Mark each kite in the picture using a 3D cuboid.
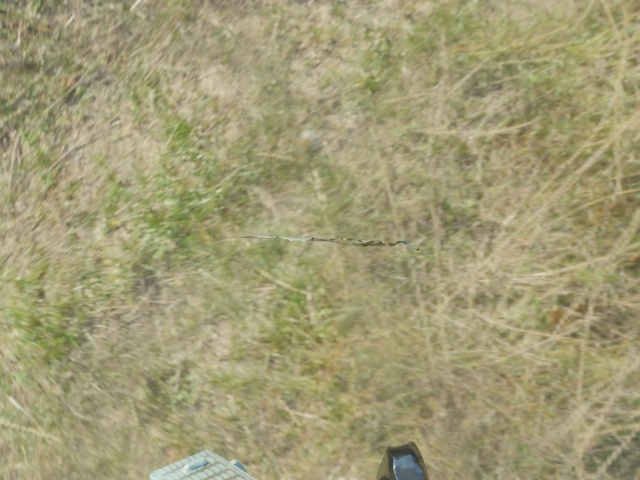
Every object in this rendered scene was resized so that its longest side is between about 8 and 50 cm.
[{"bbox_3d":[0.000,0.002,1.715,0.169,0.310,0.015,2,90,-39],"label":"kite"}]

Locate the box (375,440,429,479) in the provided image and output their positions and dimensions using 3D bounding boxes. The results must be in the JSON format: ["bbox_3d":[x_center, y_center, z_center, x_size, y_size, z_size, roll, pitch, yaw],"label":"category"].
[{"bbox_3d":[0.138,0.473,1.529,0.091,0.359,0.350,-11,68,-4],"label":"box"}]

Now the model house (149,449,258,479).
[{"bbox_3d":[-0.094,0.382,1.260,0.198,0.224,0.215,14,96,-48],"label":"model house"}]
